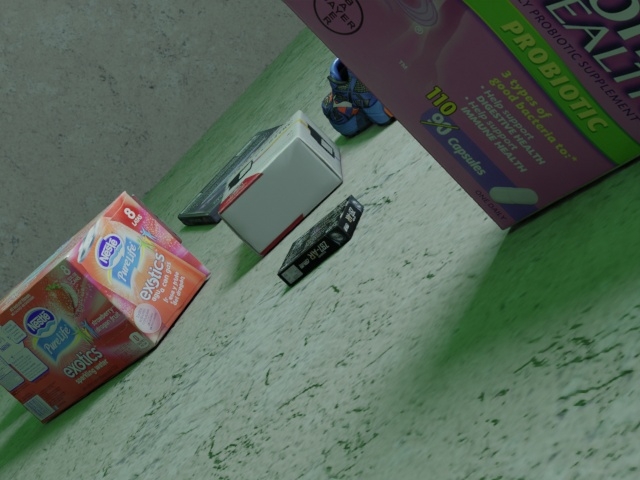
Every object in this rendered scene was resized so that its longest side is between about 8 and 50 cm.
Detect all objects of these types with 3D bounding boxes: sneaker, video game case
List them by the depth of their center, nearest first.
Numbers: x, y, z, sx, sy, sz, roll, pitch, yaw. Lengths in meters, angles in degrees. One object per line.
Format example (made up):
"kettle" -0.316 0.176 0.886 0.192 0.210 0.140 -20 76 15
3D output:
"sneaker" 0.046 -0.183 1.614 0.083 0.087 0.221 -47 11 -15
"video game case" -0.126 -0.101 2.121 0.196 0.026 0.274 -47 12 -10

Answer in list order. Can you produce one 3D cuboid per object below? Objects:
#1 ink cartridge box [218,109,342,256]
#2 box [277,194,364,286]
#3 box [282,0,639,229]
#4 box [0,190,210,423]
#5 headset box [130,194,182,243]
"ink cartridge box" -0.045 -0.068 1.566 0.127 0.072 0.175 -44 11 10
"box" 0.000 0.000 1.289 0.083 0.018 0.067 -40 12 27
"box" 0.139 -0.155 0.829 0.243 0.213 0.117 -32 16 47
"box" -0.297 0.088 1.714 0.300 0.154 0.142 -36 14 45
"headset box" -0.348 0.078 2.049 0.218 0.110 0.293 -37 14 39
